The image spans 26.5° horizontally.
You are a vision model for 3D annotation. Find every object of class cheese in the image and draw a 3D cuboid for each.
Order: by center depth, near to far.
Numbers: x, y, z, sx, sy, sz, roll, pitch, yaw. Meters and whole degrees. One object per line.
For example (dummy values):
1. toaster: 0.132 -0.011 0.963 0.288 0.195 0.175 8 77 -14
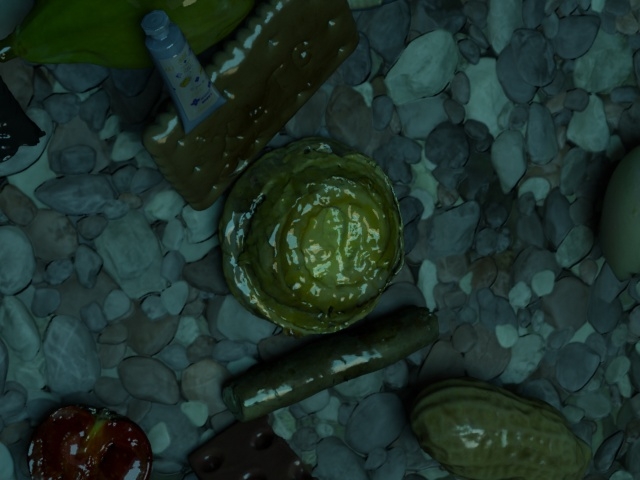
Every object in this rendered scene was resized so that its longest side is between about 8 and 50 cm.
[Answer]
1. cheese: -0.057 0.363 1.828 0.128 0.203 0.177 -36 134 -15

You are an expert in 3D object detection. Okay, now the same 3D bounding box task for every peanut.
1. peanut: 0.269 0.292 1.965 0.325 0.140 0.153 26 109 -31

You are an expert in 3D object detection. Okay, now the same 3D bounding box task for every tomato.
1. tomato: -0.292 0.279 1.743 0.159 0.091 0.139 16 86 1

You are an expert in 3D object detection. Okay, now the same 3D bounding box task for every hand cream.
1. hand cream: -0.156 -0.190 1.527 0.065 0.043 0.171 -39 142 -10

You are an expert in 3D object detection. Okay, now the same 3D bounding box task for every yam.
1. yam: 0.018 0.166 1.860 0.317 0.067 0.071 -21 89 -19

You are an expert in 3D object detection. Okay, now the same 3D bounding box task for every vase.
1. vase: -0.416 -0.206 1.571 0.115 0.115 0.237 -26 107 -16

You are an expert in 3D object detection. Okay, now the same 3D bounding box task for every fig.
1. fig: -0.214 -0.302 1.595 0.314 0.233 0.233 -36 117 18

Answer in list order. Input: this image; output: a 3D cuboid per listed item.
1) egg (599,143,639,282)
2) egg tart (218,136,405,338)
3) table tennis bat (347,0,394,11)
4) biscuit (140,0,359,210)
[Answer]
1. egg: 0.515 -0.076 1.964 0.271 0.206 0.162 -28 80 -25
2. egg tart: 0.000 0.000 1.802 0.278 0.095 0.279 -5 103 -22
3. table tennis bat: 0.073 -0.398 1.773 0.329 0.044 0.215 13 95 -24
4. biscuit: -0.078 -0.189 1.689 0.325 0.044 0.217 -48 156 -8
